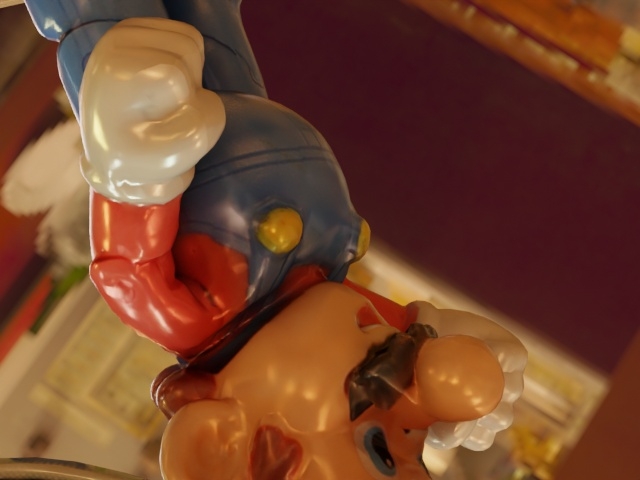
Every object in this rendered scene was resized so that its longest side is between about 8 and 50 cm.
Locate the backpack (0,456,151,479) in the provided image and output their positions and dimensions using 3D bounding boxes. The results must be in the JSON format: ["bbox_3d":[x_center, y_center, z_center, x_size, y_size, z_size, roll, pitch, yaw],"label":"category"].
[{"bbox_3d":[-0.064,0.184,0.404,0.225,0.253,0.191,26,162,6],"label":"backpack"}]

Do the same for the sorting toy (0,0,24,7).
[{"bbox_3d":[-0.261,-0.219,1.328,0.208,0.193,0.038,38,126,24],"label":"sorting toy"}]

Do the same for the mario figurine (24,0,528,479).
[{"bbox_3d":[0.000,0.000,0.693,0.170,0.198,0.320,-38,68,59],"label":"mario figurine"}]
